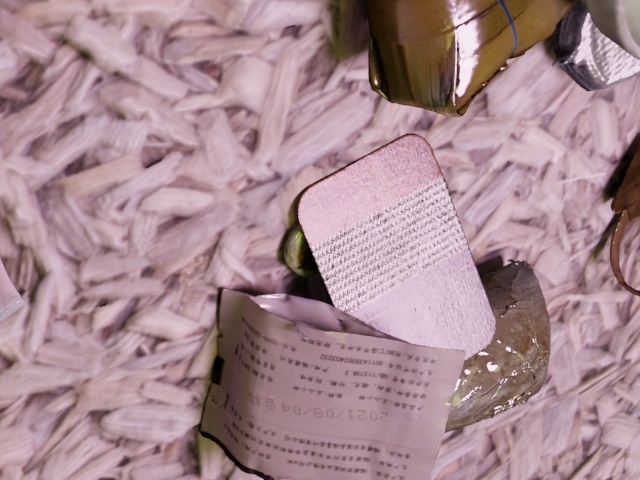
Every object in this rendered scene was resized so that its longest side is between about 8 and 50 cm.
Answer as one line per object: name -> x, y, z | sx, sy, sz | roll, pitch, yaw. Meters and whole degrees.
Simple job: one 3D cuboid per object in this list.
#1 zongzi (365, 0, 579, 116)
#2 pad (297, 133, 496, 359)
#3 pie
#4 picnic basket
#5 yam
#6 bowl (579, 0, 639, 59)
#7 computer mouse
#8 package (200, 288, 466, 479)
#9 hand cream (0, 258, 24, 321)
zongzi -> 0.153, -0.282, 1.771 | 0.289, 0.123, 0.260 | -38, 132, -32
pad -> 0.157, -0.002, 1.948 | 0.323, 0.055, 0.250 | -23, 107, -2
pie -> 0.000, 0.000, 1.933 | 0.085, 0.017, 0.085 | -23, 136, -25
picnic basket -> 0.397, -0.018, 2.169 | 0.138, 0.128, 0.178 | 13, 96, -43
yam -> 0.142, 0.130, 2.069 | 0.254, 0.154, 0.154 | -22, 134, -30
bowl -> 0.339, -0.334, 1.818 | 0.307, 0.163, 0.307 | -30, 141, -28
computer mouse -> 0.333, -0.232, 1.987 | 0.229, 0.068, 0.113 | -22, 118, -10
package -> 0.004, 0.165, 1.933 | 0.062, 0.251, 0.204 | -66, 170, -56
hand cream -> -0.309, 0.007, 1.666 | 0.052, 0.038, 0.216 | -12, 141, -1
